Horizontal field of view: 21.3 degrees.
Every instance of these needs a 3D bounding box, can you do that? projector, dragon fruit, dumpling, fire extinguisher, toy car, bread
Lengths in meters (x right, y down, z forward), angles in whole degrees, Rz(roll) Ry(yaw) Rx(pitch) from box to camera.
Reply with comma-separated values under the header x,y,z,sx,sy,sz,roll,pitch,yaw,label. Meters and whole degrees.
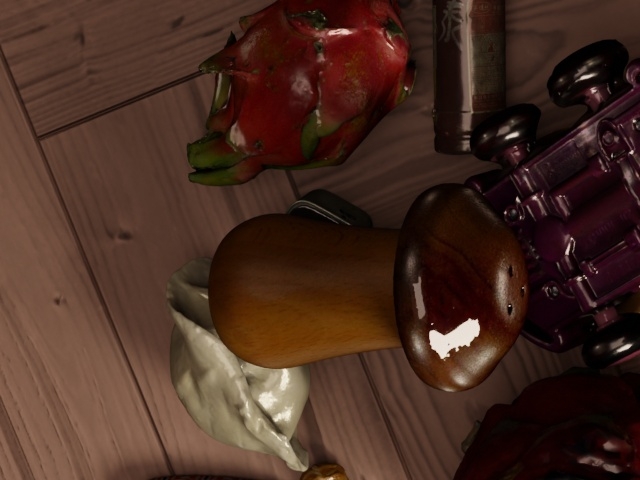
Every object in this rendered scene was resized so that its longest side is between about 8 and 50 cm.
x,y,z,sx,sy,sz,roll,pitch,yaw,label
0.000,0.000,1.769,0.083,0.082,0.083,29,104,6,projector
-0.029,-0.167,1.717,0.269,0.198,0.200,-16,59,39,dragon fruit
-0.085,0.134,1.767,0.132,0.162,0.250,-30,86,15,dumpling
0.163,-0.213,1.700,0.106,0.075,0.252,5,100,32,fire extinguisher
0.318,-0.049,1.639,0.340,0.240,0.271,-34,78,42,toy car
0.027,0.311,1.834,0.052,0.044,0.157,-23,94,17,bread
0.269,0.275,1.629,0.329,0.329,0.329,2,100,11,dragon fruit

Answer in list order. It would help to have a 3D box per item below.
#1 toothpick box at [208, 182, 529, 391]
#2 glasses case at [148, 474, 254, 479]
x,y,z,sx,sy,sz,roll,pitch,yaw,label
0.050,0.047,1.609,0.294,0.192,0.192,-3,99,31,toothpick box
-0.114,0.297,1.858,0.194,0.049,0.073,2,99,11,glasses case
